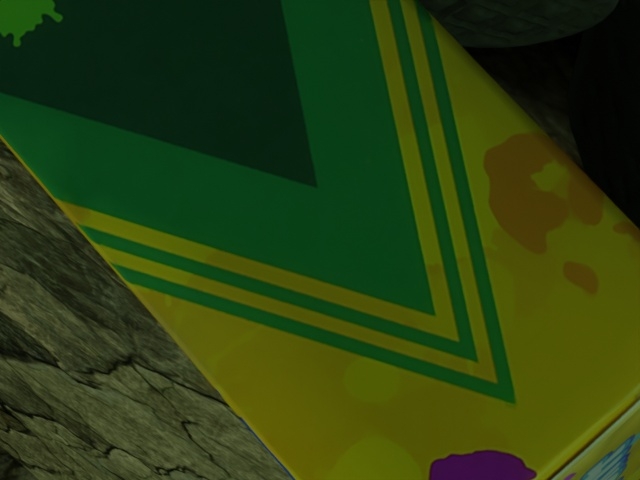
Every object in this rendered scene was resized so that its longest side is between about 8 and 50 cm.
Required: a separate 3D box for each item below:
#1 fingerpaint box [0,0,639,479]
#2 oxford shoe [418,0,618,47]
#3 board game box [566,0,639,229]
[{"bbox_3d":[0.000,0.000,0.903,0.371,0.163,0.445,48,176,17],"label":"fingerpaint box"},{"bbox_3d":[0.055,-0.220,0.693,0.169,0.130,0.449,-1,160,8],"label":"oxford shoe"},{"bbox_3d":[0.210,0.016,0.813,0.390,0.050,0.390,92,163,-67],"label":"board game box"}]
